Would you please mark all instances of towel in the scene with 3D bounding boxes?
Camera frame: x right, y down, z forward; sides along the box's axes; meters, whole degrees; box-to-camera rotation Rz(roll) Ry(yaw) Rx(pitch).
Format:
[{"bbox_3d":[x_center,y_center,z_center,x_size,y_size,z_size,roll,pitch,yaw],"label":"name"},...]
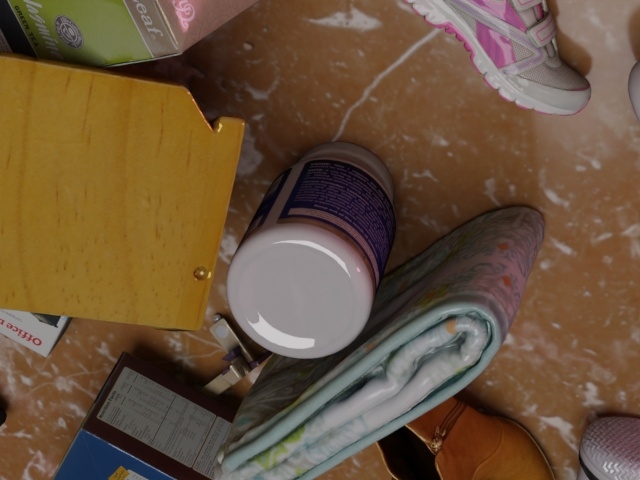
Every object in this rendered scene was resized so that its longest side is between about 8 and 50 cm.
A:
[{"bbox_3d":[0.066,0.115,1.634,0.374,0.320,0.090,-34,100,24],"label":"towel"}]

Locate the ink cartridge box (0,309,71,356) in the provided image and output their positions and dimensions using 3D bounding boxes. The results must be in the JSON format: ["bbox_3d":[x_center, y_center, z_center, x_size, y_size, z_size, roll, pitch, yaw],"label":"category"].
[{"bbox_3d":[-0.341,0.035,1.814,0.127,0.072,0.175,28,117,-4],"label":"ink cartridge box"}]

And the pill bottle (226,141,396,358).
[{"bbox_3d":[0.000,0.000,1.622,0.153,0.264,0.153,5,118,10],"label":"pill bottle"}]

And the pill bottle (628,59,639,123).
[{"bbox_3d":[0.482,-0.169,1.491,0.323,0.181,0.181,-29,107,22],"label":"pill bottle"}]

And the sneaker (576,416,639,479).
[{"bbox_3d":[0.458,0.357,1.784,0.366,0.137,0.210,20,119,6],"label":"sneaker"}]

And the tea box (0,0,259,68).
[{"bbox_3d":[-0.230,-0.353,1.454,0.323,0.220,0.329,1,122,45],"label":"tea box"}]

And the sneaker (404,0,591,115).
[{"bbox_3d":[0.195,-0.232,1.560,0.252,0.103,0.111,41,118,-10],"label":"sneaker"}]

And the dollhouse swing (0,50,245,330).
[{"bbox_3d":[-0.303,-0.057,1.557,0.347,0.305,0.315,8,106,-20],"label":"dollhouse swing"}]

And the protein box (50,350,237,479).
[{"bbox_3d":[-0.209,0.281,1.848,0.201,0.136,0.200,29,133,-4],"label":"protein box"}]

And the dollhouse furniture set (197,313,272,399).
[{"bbox_3d":[-0.139,0.149,1.834,0.114,0.091,0.081,-38,88,28],"label":"dollhouse furniture set"}]

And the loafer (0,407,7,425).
[{"bbox_3d":[-0.513,0.229,1.949,0.220,0.080,0.078,-16,102,13],"label":"loafer"}]

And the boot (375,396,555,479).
[{"bbox_3d":[0.162,0.265,1.750,0.104,0.211,0.295,-36,104,25],"label":"boot"}]
